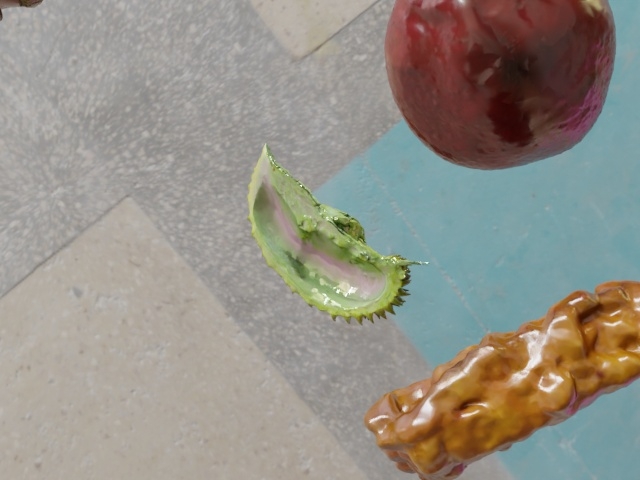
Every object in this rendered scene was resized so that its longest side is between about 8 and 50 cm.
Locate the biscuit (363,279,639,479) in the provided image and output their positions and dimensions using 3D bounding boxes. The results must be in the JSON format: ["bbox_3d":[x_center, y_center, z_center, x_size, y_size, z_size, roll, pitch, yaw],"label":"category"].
[{"bbox_3d":[0.208,0.162,0.764,0.318,0.312,0.110,-28,68,-4],"label":"biscuit"}]

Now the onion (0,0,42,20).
[{"bbox_3d":[-0.304,-0.297,0.618,0.161,0.248,0.248,26,84,-30],"label":"onion"}]

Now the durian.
[{"bbox_3d":[0.004,0.007,1.164,0.355,0.169,0.157,38,68,21],"label":"durian"}]

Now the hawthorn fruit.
[{"bbox_3d":[0.198,-0.233,0.799,0.265,0.265,0.307,-51,139,-11],"label":"hawthorn fruit"}]
